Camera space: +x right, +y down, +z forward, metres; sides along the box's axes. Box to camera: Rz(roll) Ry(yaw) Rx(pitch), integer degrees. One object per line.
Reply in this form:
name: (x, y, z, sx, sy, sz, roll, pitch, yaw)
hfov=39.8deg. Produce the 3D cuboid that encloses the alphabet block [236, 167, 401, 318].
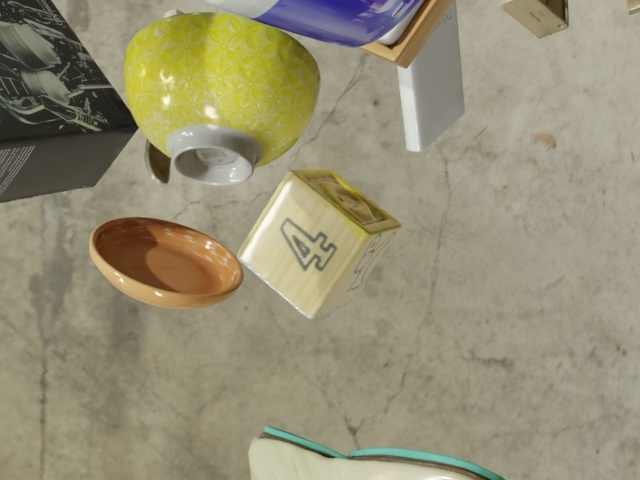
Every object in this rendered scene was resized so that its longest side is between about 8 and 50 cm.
alphabet block: (0.000, 0.000, 1.621, 0.193, 0.192, 0.197, 38, 108, 14)

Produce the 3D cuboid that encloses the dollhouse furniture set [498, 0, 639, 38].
dollhouse furniture set: (0.338, -0.368, 1.043, 0.242, 0.212, 0.161, -14, 64, 41)

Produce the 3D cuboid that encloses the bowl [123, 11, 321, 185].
bowl: (-0.146, -0.172, 1.256, 0.289, 0.289, 0.156, -8, 63, 25)

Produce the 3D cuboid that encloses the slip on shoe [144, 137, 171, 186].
slip on shoe: (-0.274, -0.161, 1.535, 0.041, 0.051, 0.135, -19, 63, 30)

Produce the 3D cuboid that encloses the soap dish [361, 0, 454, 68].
soap dish: (0.087, -0.427, 1.490, 0.291, 0.118, 0.229, 31, 85, 33)

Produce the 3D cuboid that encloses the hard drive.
hard drive: (0.210, -0.352, 1.696, 0.040, 0.203, 0.308, 12, 126, 33)

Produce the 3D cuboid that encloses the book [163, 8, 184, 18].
book: (-0.220, -0.338, 1.584, 0.035, 0.144, 0.096, -6, 71, 43)

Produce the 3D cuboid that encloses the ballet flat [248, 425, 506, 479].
ballet flat: (0.022, 0.165, 0.533, 0.086, 0.086, 0.248, 59, 153, -8)

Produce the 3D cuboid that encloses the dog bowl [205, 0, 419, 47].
dog bowl: (0.013, -0.262, 0.558, 0.104, 0.265, 0.265, 14, 121, -23)

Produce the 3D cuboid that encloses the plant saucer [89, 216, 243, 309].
plant saucer: (-0.199, 0.032, 1.132, 0.200, 0.200, 0.037, 25, 114, 11)

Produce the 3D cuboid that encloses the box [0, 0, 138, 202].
box: (-0.532, -0.247, 1.437, 0.179, 0.312, 0.343, -43, 77, 32)
